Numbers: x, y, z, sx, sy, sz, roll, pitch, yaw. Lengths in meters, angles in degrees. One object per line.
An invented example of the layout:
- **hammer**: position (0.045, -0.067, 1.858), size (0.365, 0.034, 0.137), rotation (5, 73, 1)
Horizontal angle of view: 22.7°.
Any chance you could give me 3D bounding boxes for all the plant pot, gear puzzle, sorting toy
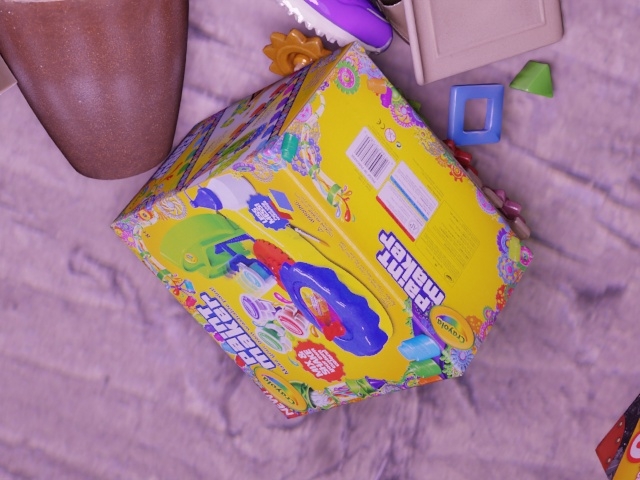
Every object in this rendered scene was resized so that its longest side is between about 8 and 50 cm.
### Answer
- **plant pot**: position (-0.221, -0.184, 1.593), size (0.215, 0.215, 0.230), rotation (-8, 124, 0)
- **gear puzzle**: position (0.062, -0.104, 1.655), size (0.339, 0.044, 0.175), rotation (43, 145, -25)
- **sorting toy**: position (0.156, -0.271, 1.628), size (0.196, 0.047, 0.348), rotation (-21, 114, -25)

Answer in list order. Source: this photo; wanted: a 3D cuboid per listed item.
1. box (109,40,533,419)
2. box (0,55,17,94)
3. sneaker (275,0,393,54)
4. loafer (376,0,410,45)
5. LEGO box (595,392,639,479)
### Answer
- **box**: position (0.000, 0.000, 1.601), size (0.290, 0.177, 0.279), rotation (48, 142, -17)
- **box**: position (-0.404, -0.191, 1.595), size (0.036, 0.225, 0.136), rotation (-45, 113, -35)
- **sneaker**: position (-0.019, -0.314, 1.586), size (0.293, 0.102, 0.146), rotation (40, 99, -8)
- **loafer**: position (0.085, -0.247, 1.653), size (0.056, 0.050, 0.148), rotation (-40, 106, 11)
- **LEGO box**: position (0.541, 0.157, 1.653), size (0.193, 0.372, 0.500), rotation (32, 104, -13)
